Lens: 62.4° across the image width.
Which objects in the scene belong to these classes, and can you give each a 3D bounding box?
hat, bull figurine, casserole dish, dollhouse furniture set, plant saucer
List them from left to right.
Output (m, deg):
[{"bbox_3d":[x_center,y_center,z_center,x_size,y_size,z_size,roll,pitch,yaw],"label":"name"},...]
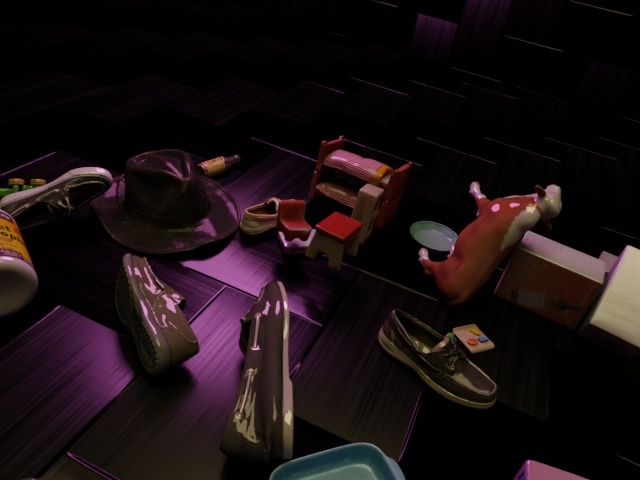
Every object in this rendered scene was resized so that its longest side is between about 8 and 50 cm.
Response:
[{"bbox_3d":[-0.323,-0.116,1.129,0.332,0.133,0.331,9,34,-6],"label":"hat"},{"bbox_3d":[0.020,0.329,0.678,0.189,0.036,0.114,-6,39,-23],"label":"casserole dish"},{"bbox_3d":[0.041,-0.101,1.152,0.202,0.152,0.374,24,27,17],"label":"dollhouse furniture set"},{"bbox_3d":[0.267,-0.004,1.243,0.120,0.021,0.119,8,35,-6],"label":"plant saucer"},{"bbox_3d":[0.333,-0.012,1.060,0.101,0.310,0.188,37,10,-24],"label":"bull figurine"}]

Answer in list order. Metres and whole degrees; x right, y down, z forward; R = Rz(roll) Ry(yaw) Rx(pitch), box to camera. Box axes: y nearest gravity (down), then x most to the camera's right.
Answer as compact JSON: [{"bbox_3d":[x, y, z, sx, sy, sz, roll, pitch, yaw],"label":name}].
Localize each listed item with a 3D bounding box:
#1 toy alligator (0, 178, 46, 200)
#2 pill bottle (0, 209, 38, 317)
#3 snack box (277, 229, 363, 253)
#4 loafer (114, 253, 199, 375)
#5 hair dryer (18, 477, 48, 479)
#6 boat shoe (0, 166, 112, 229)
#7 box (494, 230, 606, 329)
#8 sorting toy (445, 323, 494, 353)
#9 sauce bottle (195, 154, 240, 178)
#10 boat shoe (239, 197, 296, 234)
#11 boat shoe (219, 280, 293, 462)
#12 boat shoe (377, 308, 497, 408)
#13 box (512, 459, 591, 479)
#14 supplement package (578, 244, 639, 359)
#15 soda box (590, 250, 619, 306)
[{"bbox_3d":[-0.626,-0.094,1.080,0.190,0.056,0.051,-2,-5,-17],"label":"toy alligator"},{"bbox_3d":[-0.552,0.022,0.873,0.117,0.117,0.215,-15,43,-33],"label":"pill bottle"},{"bbox_3d":[0.000,0.000,1.155,0.179,0.022,0.064,-2,35,-20],"label":"snack box"},{"bbox_3d":[-0.270,0.115,0.864,0.088,0.094,0.251,-1,39,-38],"label":"loafer"},{"bbox_3d":[-0.376,0.337,0.540,0.294,0.080,0.223,25,52,27],"label":"hair dryer"},{"bbox_3d":[-0.514,-0.074,1.040,0.220,0.077,0.070,-23,53,-9],"label":"boat shoe"},{"bbox_3d":[0.471,0.079,1.089,0.171,0.130,0.091,25,36,19],"label":"box"},{"bbox_3d":[0.276,0.183,0.985,0.083,0.012,0.062,-6,39,-25],"label":"sorting toy"},{"bbox_3d":[-0.256,-0.189,1.333,0.042,0.042,0.128,30,37,24],"label":"sauce bottle"},{"bbox_3d":[-0.105,-0.065,1.184,0.063,0.059,0.170,33,40,28],"label":"boat shoe"},{"bbox_3d":[-0.095,0.173,0.798,0.096,0.112,0.335,2,34,-9],"label":"boat shoe"},{"bbox_3d":[0.197,0.195,0.890,0.224,0.073,0.080,31,39,26],"label":"boat shoe"},{"bbox_3d":[0.203,0.376,0.484,0.118,0.242,0.213,18,36,8],"label":"box"},{"bbox_3d":[0.593,0.120,1.016,0.105,0.105,0.179,29,78,23],"label":"supplement package"},{"bbox_3d":[0.713,0.135,1.113,0.287,0.098,0.091,26,37,21],"label":"soda box"}]
